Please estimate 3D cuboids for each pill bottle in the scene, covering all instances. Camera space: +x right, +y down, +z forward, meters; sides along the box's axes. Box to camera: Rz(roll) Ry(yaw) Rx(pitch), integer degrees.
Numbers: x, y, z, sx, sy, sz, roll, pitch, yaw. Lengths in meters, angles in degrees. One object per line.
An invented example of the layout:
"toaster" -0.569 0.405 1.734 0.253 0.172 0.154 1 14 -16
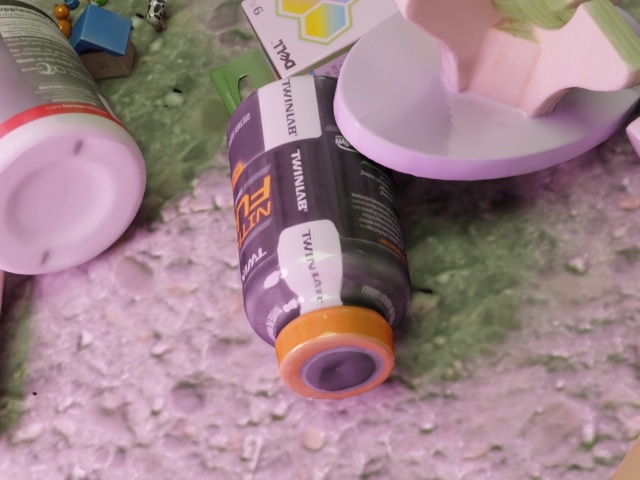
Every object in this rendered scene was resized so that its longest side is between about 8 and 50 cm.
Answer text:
"pill bottle" 0.000 0.000 1.344 0.130 0.130 0.245 -16 52 11
"pill bottle" -0.277 -0.115 1.510 0.161 0.161 0.283 -34 49 -4

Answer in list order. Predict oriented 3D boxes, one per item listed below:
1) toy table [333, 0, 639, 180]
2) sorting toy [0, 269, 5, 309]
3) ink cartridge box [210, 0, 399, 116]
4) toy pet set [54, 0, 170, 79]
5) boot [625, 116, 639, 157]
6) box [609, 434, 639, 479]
"toy table" 0.152 -0.166 1.319 0.274 0.161 0.252 -28 63 -29
"sorting toy" -0.360 0.105 1.479 0.208 0.038 0.193 -14 52 18
"ink cartridge box" 0.000 -0.181 1.516 0.209 0.062 0.109 -29 52 1
"toy pet set" -0.208 -0.211 1.619 0.122 0.065 0.114 -5 55 19
"boot" 0.311 -0.050 1.293 0.086 0.069 0.190 -33 49 1
"box" 0.281 0.203 1.158 0.201 0.021 0.164 24 68 34
